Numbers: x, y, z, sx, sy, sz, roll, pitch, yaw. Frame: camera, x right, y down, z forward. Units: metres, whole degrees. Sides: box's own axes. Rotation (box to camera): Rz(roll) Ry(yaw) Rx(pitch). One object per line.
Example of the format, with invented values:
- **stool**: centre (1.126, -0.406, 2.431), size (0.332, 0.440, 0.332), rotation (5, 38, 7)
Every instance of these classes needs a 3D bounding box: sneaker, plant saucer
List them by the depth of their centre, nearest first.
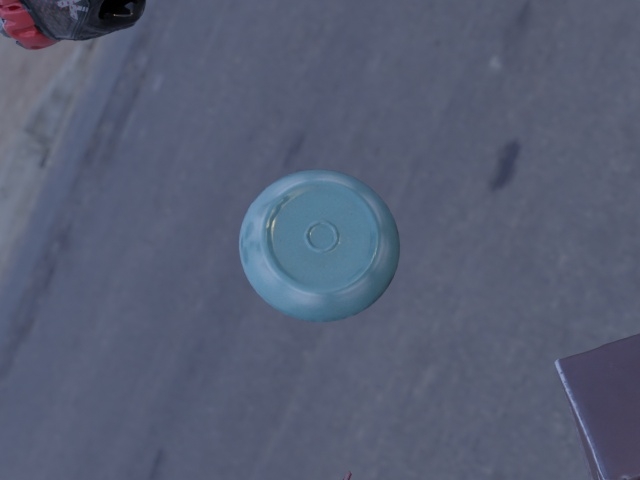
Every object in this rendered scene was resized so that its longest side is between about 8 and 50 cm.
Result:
- **sneaker**: centre (-0.200, -0.234, 1.224), size (0.276, 0.135, 0.098), rotation (64, -145, -57)
- **plant saucer**: centre (0.000, 0.000, 1.264), size (0.021, 0.119, 0.119), rotation (99, -173, -72)

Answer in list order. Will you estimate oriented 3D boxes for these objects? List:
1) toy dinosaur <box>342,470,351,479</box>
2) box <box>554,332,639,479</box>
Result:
- **toy dinosaur**: centre (0.010, 0.212, 1.194), size (0.090, 0.082, 0.047), rotation (-30, 42, 24)
- **box**: centre (0.291, 0.156, 1.180), size (0.167, 0.203, 0.168), rotation (-101, -7, -64)
